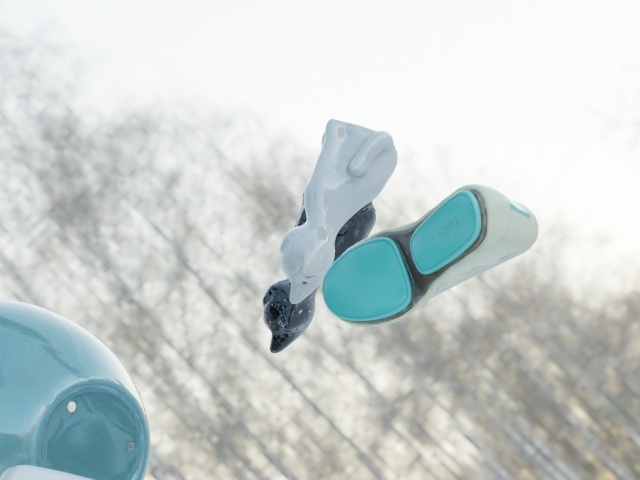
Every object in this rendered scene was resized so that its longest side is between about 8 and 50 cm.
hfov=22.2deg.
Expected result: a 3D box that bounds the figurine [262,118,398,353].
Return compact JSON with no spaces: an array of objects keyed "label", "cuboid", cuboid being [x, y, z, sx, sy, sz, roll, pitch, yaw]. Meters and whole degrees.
[{"label":"figurine","cuboid":[0.000,0.000,1.793,0.215,0.092,0.209,109,-175,-61]}]

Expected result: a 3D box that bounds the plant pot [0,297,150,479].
[{"label":"plant pot","cuboid":[-0.282,0.200,1.613,0.195,0.290,0.290,-3,23,47]}]

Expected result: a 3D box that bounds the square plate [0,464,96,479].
[{"label":"square plate","cuboid":[-0.141,0.318,1.328,0.347,0.344,0.049,-74,-2,-58]}]

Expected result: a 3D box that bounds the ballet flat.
[{"label":"ballet flat","cuboid":[0.099,0.018,1.442,0.086,0.086,0.248,-33,3,-39]}]
